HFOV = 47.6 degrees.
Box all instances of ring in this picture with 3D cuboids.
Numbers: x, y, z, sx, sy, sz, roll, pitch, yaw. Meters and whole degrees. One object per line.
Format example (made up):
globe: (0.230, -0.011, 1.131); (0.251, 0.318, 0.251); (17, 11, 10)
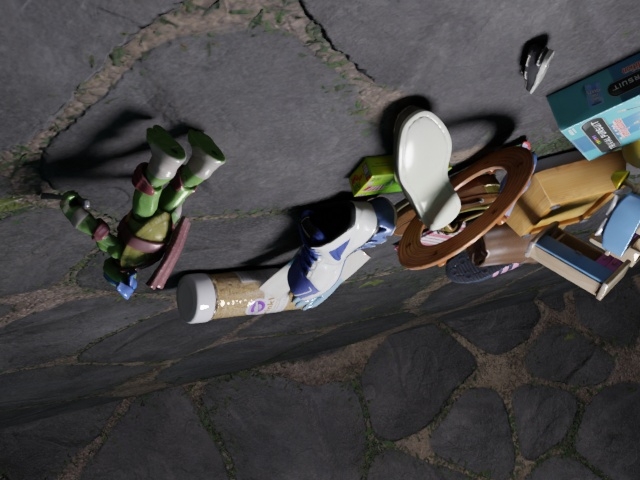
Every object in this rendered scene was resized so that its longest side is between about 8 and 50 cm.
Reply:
ring: (0.289, -0.061, 1.448); (0.336, 0.032, 0.337); (-41, -164, 14)

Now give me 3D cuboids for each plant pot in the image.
plant pot: (0.699, -0.230, 1.525); (0.134, 0.134, 0.095); (-20, 135, 14)
plant pot: (0.488, -0.004, 1.951); (0.165, 0.167, 0.167); (-10, 162, -15)

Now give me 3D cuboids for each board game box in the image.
board game box: (0.626, -0.276, 1.357); (0.336, 0.079, 0.253); (-25, 161, 27)
board game box: (0.158, -0.134, 1.444); (0.181, 0.043, 0.092); (-8, 162, -24)

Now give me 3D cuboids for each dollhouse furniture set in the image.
dollhouse furniture set: (0.649, -0.075, 1.639); (0.286, 0.198, 0.303); (-29, 143, -41)

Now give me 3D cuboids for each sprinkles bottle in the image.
sprinkles bottle: (-0.183, 0.133, 1.850); (0.355, 0.121, 0.121); (-3, 159, -37)

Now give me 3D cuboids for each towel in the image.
towel: (0.317, -0.012, 2.013); (0.197, 0.029, 0.144); (-30, 159, 30)

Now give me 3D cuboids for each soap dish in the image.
soap dish: (0.591, -0.114, 1.774); (0.228, 0.118, 0.291); (-14, 164, -6)

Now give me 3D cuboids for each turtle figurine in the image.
turtle figurine: (-0.290, -0.078, 1.120); (0.197, 0.275, 0.266); (25, 120, -32)

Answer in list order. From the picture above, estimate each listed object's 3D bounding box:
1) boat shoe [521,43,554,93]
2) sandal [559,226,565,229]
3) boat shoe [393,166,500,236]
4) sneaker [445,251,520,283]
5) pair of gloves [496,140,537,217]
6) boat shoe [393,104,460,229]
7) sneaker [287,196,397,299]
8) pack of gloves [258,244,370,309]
boat shoe: (0.344, -0.277, 1.171); (0.046, 0.038, 0.125); (-58, 168, -4)
sandal: (0.617, -0.052, 2.112); (0.240, 0.088, 0.079); (-25, -166, 49)
boat shoe: (0.276, -0.064, 1.667); (0.110, 0.105, 0.307); (1, 156, -45)
sneaker: (0.566, 0.070, 2.348); (0.318, 0.112, 0.131); (-20, 160, 16)
pair of gloves: (0.425, -0.125, 1.565); (0.023, 0.159, 0.198); (25, -176, 25)
boat shoe: (0.180, -0.137, 1.318); (0.109, 0.091, 0.305); (-31, 142, -2)
sneaker: (0.001, -0.001, 1.600); (0.182, 0.128, 0.315); (9, 139, -44)
pack of gloves: (-0.018, 0.068, 1.815); (0.232, 0.046, 0.195); (-44, 133, 12)
